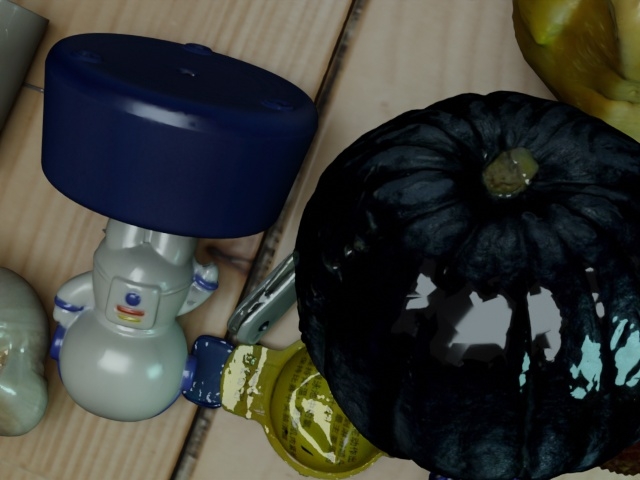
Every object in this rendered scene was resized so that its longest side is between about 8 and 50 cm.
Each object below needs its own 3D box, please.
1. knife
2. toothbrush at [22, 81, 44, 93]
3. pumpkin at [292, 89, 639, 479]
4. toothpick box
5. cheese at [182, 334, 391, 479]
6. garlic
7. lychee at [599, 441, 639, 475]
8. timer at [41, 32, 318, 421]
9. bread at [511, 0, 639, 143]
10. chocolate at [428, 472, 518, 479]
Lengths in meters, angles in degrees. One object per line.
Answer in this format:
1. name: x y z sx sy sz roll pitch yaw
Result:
1. knife: 0.000 0.001 1.463 0.040 0.073 0.265 43 91 14
2. toothbrush: -0.283 -0.157 1.540 0.097 0.006 0.008 19 92 7
3. pumpkin: 0.152 0.037 1.228 0.363 0.363 0.266 12 132 7
4. toothpick box: -0.372 -0.174 1.501 0.111 0.111 0.181 25 93 7
5. cheese: -0.026 0.161 1.483 0.250 0.064 0.156 16 91 16
6. garlic: -0.387 0.085 1.466 0.184 0.203 0.281 -38 82 -12
7. lychee: 0.324 0.146 1.386 0.188 0.188 0.188 0 91 8
8. timer: -0.176 0.006 1.432 0.270 0.270 0.383 18 108 7
9. bread: 0.372 -0.205 1.289 0.394 0.361 0.250 4 68 10
10. chocolate: 0.139 0.157 1.434 0.126 0.148 0.343 -24 76 47
